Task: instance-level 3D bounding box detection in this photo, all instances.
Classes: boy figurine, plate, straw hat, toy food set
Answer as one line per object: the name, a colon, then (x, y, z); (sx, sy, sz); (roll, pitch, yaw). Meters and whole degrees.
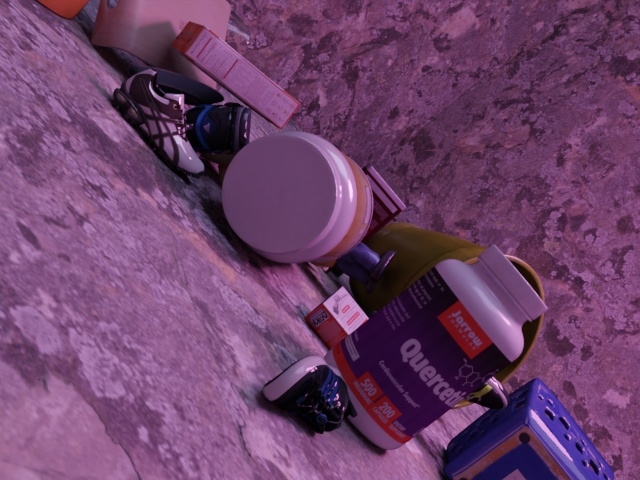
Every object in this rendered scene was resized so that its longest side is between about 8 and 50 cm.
boy figurine: (0.009, 0.002, 1.569); (0.285, 0.092, 0.177); (32, -33, 11)
plate: (-0.280, -0.293, 1.446); (0.188, 0.024, 0.188); (15, -5, 1)
straw hat: (-0.163, -0.133, 1.450); (0.144, 0.144, 0.061); (-18, 109, -81)
toy food set: (-0.307, -0.425, 1.490); (0.092, 0.220, 0.306); (4, -11, 34)

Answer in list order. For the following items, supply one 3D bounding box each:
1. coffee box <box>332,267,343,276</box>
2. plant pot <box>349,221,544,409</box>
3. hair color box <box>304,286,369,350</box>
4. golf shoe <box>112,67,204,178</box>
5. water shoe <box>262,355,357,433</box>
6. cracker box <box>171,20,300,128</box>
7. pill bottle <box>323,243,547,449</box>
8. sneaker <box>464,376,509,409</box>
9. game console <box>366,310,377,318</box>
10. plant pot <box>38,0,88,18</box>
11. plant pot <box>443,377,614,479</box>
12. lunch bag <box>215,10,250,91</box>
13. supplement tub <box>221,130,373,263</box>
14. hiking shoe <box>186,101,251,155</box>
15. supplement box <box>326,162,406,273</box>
coffee box: (0.000, 0.000, 1.844); (0.184, 0.040, 0.113); (49, 8, -7)
plant pot: (0.244, 0.127, 1.688); (0.366, 0.366, 0.353); (44, -1, -36)
hair color box: (0.058, 0.171, 1.297); (0.167, 0.053, 0.093); (52, 28, 2)
golf shoe: (-0.246, -0.191, 1.225); (0.198, 0.094, 0.077); (49, 7, -19)
water shoe: (-0.001, 0.193, 0.915); (0.080, 0.073, 0.203); (56, 10, 20)
cracker box: (-0.164, -0.316, 1.421); (0.232, 0.067, 0.156); (36, 4, -27)
pill bottle: (0.172, 0.154, 1.120); (0.181, 0.323, 0.181); (48, 9, -10)
sneaker: (0.225, 0.267, 1.362); (0.234, 0.097, 0.084); (27, -32, 3)
game console: (0.111, 0.215, 1.375); (0.144, 0.124, 0.085); (51, -18, -2)
plant pot: (-0.471, -0.567, 1.297); (0.291, 0.203, 0.291); (48, 8, -9)
plant pot: (0.370, 0.423, 1.350); (0.236, 0.236, 0.212); (52, 16, 12)
lunch bag: (-0.331, -0.494, 1.747); (0.256, 0.212, 0.305); (26, 18, -27)
supplement tub: (-0.035, -0.072, 1.339); (0.228, 0.228, 0.316); (52, 8, 8)
hiking shoe: (-0.215, -0.225, 1.454); (0.132, 0.113, 0.304); (5, 1, -14)
supplement box: (0.065, -0.052, 1.728); (0.130, 0.239, 0.073); (49, 7, -9)
